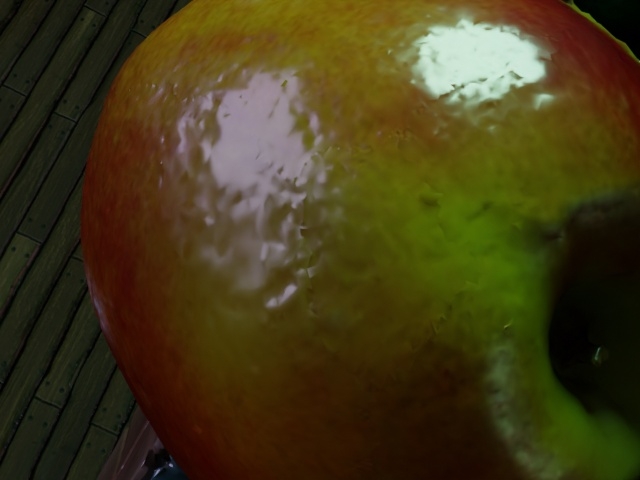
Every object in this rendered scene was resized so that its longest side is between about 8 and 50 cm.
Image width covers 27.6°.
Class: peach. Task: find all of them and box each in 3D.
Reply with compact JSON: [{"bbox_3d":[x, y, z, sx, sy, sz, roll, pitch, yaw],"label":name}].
[{"bbox_3d":[0.000,0.000,0.710,0.242,0.306,0.380,-23,14,-25],"label":"peach"}]

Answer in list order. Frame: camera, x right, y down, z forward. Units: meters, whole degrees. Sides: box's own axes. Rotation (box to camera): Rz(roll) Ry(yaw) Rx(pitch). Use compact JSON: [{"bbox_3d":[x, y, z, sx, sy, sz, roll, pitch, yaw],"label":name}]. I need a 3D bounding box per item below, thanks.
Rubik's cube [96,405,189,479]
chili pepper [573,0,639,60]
[{"bbox_3d":[-0.035,0.189,0.962,0.225,0.231,0.221,-60,9,12],"label":"Rubik's cube"},{"bbox_3d":[0.154,-0.180,0.849,0.248,0.256,0.233,123,165,-46],"label":"chili pepper"}]
